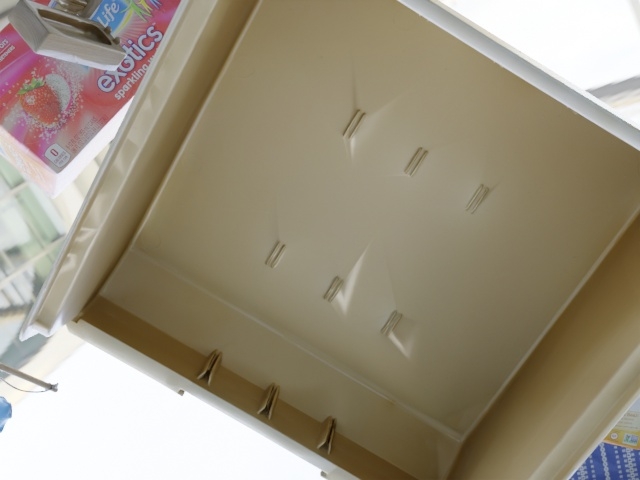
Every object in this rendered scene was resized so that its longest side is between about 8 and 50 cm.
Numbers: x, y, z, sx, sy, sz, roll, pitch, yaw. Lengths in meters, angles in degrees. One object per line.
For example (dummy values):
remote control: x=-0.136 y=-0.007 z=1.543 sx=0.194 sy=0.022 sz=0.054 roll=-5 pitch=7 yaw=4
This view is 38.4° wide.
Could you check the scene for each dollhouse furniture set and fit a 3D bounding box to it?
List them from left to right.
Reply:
dollhouse furniture set: x=-0.247 y=-0.267 z=0.874 sx=0.123 sy=0.151 sz=0.144 roll=-47 pitch=162 yaw=19

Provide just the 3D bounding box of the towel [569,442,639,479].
towel: x=0.328 y=0.353 z=1.296 sx=0.040 sy=0.243 sz=0.336 roll=13 pitch=153 yaw=-42

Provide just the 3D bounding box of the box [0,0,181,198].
box: x=-0.259 y=-0.214 z=1.049 sx=0.300 sy=0.154 sz=0.142 roll=-50 pitch=-172 yaw=-18

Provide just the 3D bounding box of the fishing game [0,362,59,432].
fishing game: x=-0.439 y=0.183 z=1.012 sx=0.264 sy=0.189 sz=0.041 roll=-31 pitch=-130 yaw=22

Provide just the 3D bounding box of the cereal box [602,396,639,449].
cereal box: x=0.325 y=0.115 z=1.100 sx=0.173 sy=0.240 sz=0.047 roll=12 pitch=-170 yaw=3

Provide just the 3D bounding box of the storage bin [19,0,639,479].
storage bin: x=0.024 y=0.008 z=0.471 sx=0.260 sy=0.262 sz=0.123 roll=-58 pitch=-176 yaw=20
